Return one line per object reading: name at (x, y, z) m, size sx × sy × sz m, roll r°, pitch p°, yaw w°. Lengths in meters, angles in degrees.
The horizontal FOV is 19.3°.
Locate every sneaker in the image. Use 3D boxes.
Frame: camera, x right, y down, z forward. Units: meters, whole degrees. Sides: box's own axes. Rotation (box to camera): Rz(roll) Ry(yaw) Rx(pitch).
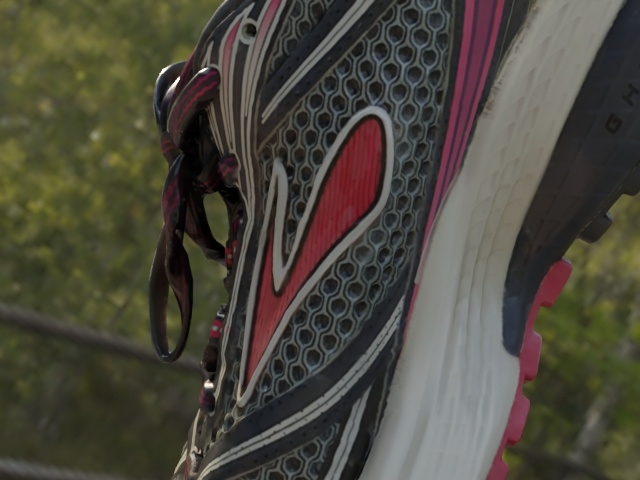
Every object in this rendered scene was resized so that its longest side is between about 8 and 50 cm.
sneaker at (0.000, 0.000, 0.476) m, size 0.112 × 0.299 × 0.121 m, roll 26°, pitch -1°, yaw -12°
